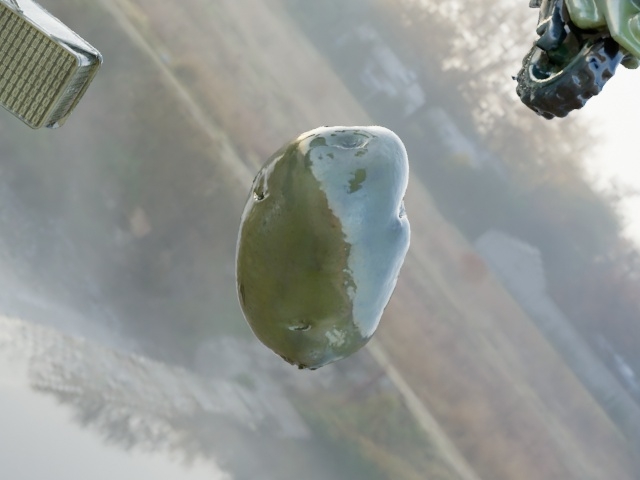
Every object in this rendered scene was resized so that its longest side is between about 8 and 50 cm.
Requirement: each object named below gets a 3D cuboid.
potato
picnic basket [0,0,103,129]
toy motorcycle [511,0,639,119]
[{"bbox_3d":[0.000,0.000,1.759,0.221,0.326,0.243,5,24,-19],"label":"potato"},{"bbox_3d":[-0.360,-0.221,1.623,0.164,0.115,0.079,36,16,3],"label":"picnic basket"},{"bbox_3d":[0.302,-0.301,1.315,0.169,0.237,0.410,32,51,-22],"label":"toy motorcycle"}]
